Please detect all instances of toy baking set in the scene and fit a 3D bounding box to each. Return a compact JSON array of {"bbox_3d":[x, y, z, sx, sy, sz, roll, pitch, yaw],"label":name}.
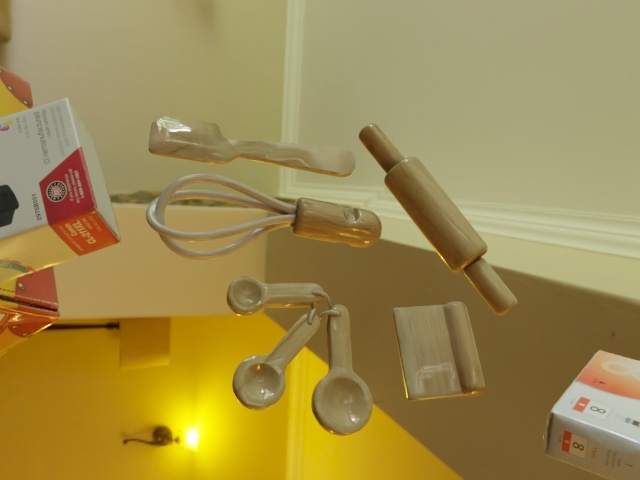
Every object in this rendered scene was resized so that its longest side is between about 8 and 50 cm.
[{"bbox_3d":[0.006,-0.001,0.379,0.256,0.196,0.030,58,-29,16],"label":"toy baking set"}]

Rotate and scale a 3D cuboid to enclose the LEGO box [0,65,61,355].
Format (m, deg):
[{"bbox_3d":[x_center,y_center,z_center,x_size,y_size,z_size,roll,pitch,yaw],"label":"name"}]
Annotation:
[{"bbox_3d":[-0.538,-0.092,0.583,0.193,0.500,0.373,-29,-118,18],"label":"LEGO box"}]

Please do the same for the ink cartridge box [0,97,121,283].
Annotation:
[{"bbox_3d":[-0.289,-0.035,0.542,0.072,0.175,0.128,89,-21,-67],"label":"ink cartridge box"}]

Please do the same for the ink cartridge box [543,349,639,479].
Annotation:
[{"bbox_3d":[0.277,0.143,0.441,0.179,0.145,0.045,9,-75,37],"label":"ink cartridge box"}]
